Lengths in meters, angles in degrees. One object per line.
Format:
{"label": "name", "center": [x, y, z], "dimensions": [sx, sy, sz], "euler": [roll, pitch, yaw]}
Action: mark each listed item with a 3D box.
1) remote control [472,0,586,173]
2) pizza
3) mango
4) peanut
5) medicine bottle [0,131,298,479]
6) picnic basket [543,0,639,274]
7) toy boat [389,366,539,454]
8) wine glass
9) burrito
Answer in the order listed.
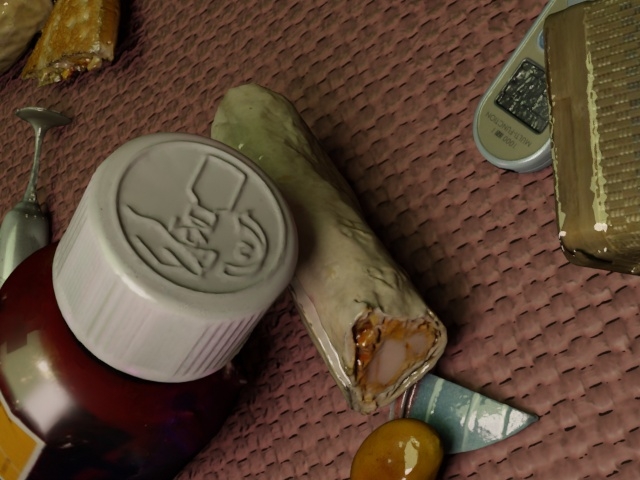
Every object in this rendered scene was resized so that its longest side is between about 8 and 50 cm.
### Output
{"label": "remote control", "center": [0.216, -0.162, 0.815], "dimensions": [0.087, 0.047, 0.244], "euler": [43, 106, 32]}
{"label": "pizza", "center": [-0.306, -0.252, 1.234], "dimensions": [0.199, 0.062, 0.188], "euler": [-33, 49, 35]}
{"label": "mango", "center": [0.065, 0.195, 0.825], "dimensions": [0.080, 0.060, 0.114], "euler": [55, 139, 27]}
{"label": "peanut", "center": [-0.481, -0.279, 1.316], "dimensions": [0.313, 0.152, 0.152], "euler": [-15, 71, 34]}
{"label": "medicine bottle", "center": [-0.160, 0.083, 0.865], "dimensions": [0.395, 0.242, 0.243], "euler": [-44, 54, 47]}
{"label": "picnic basket", "center": [0.266, -0.062, 0.618], "dimensions": [0.139, 0.266, 0.165], "euler": [-11, 76, 43]}
{"label": "toy boat", "center": [0.117, 0.148, 0.828], "dimensions": [0.122, 0.034, 0.096], "euler": [21, 98, 37]}
{"label": "wine glass", "center": [-0.363, -0.029, 1.219], "dimensions": [0.074, 0.074, 0.262], "euler": [0, 80, 38]}
{"label": "burrito", "center": [-0.002, -0.002, 0.878], "dimensions": [0.105, 0.143, 0.299], "euler": [-28, 54, -3]}
